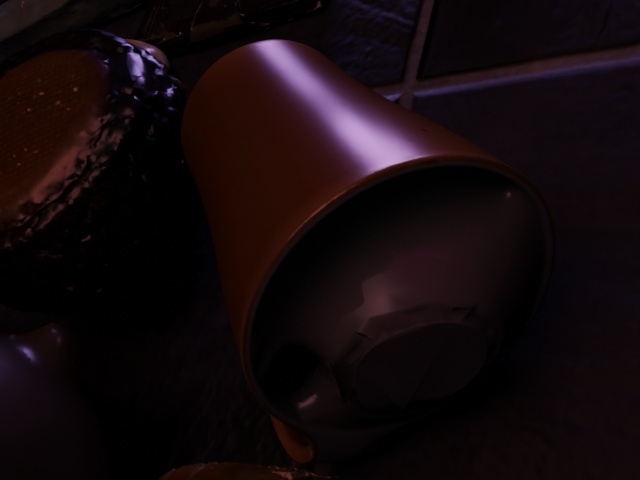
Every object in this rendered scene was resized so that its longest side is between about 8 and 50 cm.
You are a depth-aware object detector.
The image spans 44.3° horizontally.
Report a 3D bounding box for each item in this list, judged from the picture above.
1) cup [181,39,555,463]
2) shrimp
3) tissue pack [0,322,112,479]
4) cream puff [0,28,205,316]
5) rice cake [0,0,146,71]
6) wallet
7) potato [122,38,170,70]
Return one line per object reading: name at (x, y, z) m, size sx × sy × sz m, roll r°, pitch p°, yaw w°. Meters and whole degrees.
cup at (0.000, 0.000, 0.499) m, size 0.264 × 0.182 × 0.226 m, roll 55°, pitch 131°, yaw 49°
shrimp at (-0.055, 0.186, 0.485) m, size 0.162 × 0.045 × 0.095 m, roll -11°, pitch 58°, yaw 28°
tissue pack at (-0.332, 0.161, 0.526) m, size 0.387 × 0.267 × 0.277 m, roll 10°, pitch 90°, yaw 37°
cream puff at (-0.196, -0.047, 0.646) m, size 0.239 × 0.165 × 0.239 m, roll -15°, pitch 56°, yaw 23°
rice cake at (-0.320, -0.275, 0.945) m, size 0.336 × 0.063 × 0.066 m, roll -13°, pitch 63°, yaw 27°
wallet at (-0.088, -0.254, 0.787) m, size 0.232 × 0.031 × 0.122 m, roll -8°, pitch 57°, yaw 31°
potato at (-0.192, -0.170, 0.789) m, size 0.083 × 0.062 × 0.068 m, roll 35°, pitch 56°, yaw 15°
